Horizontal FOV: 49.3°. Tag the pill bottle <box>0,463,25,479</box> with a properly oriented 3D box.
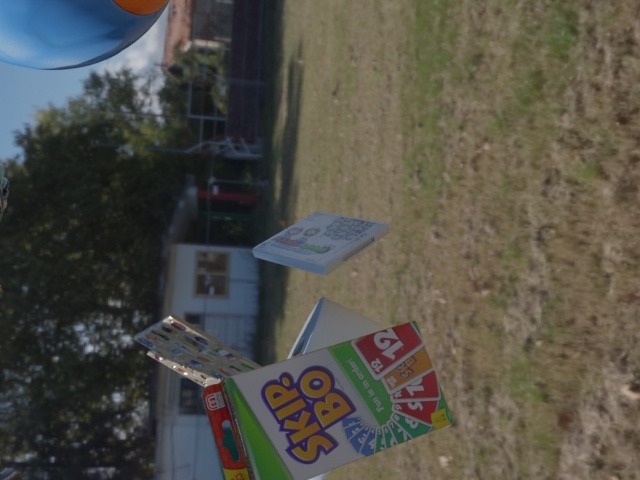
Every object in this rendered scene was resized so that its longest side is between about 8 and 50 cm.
[{"bbox_3d":[-0.553,0.484,1.199,0.130,0.130,0.246,171,75,-80],"label":"pill bottle"}]

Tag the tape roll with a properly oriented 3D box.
[{"bbox_3d":[-0.013,0.230,1.030,0.286,0.100,0.286,-64,2,5],"label":"tape roll"}]

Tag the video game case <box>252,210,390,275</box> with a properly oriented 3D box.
[{"bbox_3d":[0.000,0.000,1.041,0.157,0.143,0.019,12,124,45],"label":"video game case"}]

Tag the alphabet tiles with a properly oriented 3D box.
[{"bbox_3d":[-0.185,0.187,1.086,0.237,0.198,0.009,-28,32,56],"label":"alphabet tiles"}]

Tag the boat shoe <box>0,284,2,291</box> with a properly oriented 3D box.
[{"bbox_3d":[-0.402,0.082,0.727,0.153,0.048,0.056,-41,3,0],"label":"boat shoe"}]

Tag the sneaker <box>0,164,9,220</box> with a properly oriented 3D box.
[{"bbox_3d":[-0.462,-0.034,0.933,0.283,0.110,0.122,-19,45,59],"label":"sneaker"}]

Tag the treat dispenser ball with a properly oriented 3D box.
[{"bbox_3d":[-0.283,-0.320,0.706,0.288,0.288,0.288,-176,90,-81],"label":"treat dispenser ball"}]

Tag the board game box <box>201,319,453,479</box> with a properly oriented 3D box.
[{"bbox_3d":[0.011,0.179,0.755,0.039,0.259,0.124,131,122,-64],"label":"board game box"}]
